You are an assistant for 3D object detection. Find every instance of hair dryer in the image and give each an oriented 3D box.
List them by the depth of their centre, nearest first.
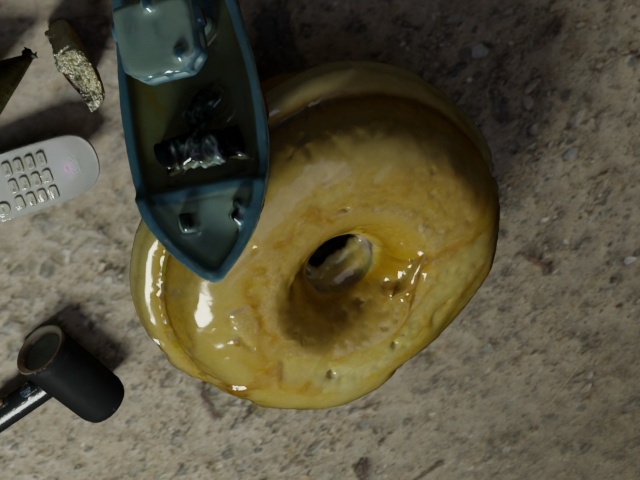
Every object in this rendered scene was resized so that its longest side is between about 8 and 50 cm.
[{"bbox_3d":[-0.368,0.213,1.481,0.255,0.070,0.128,-35,130,11],"label":"hair dryer"}]

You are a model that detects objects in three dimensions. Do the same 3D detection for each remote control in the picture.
[{"bbox_3d":[-0.348,-0.059,1.307,0.229,0.044,0.073,-18,117,-2],"label":"remote control"}]

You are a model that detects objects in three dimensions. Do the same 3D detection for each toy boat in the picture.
[{"bbox_3d":[-0.128,-0.123,1.188,0.145,0.133,0.331,-11,90,12],"label":"toy boat"}]

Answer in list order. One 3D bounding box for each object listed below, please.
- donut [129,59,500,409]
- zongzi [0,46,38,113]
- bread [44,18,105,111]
[{"bbox_3d":[0.000,0.000,1.400,0.449,0.198,0.448,-12,126,-17],"label":"donut"},{"bbox_3d":[-0.425,-0.136,1.181,0.221,0.112,0.242,33,97,-35],"label":"zongzi"},{"bbox_3d":[-0.249,-0.180,1.250,0.035,0.070,0.083,-30,135,-1],"label":"bread"}]
